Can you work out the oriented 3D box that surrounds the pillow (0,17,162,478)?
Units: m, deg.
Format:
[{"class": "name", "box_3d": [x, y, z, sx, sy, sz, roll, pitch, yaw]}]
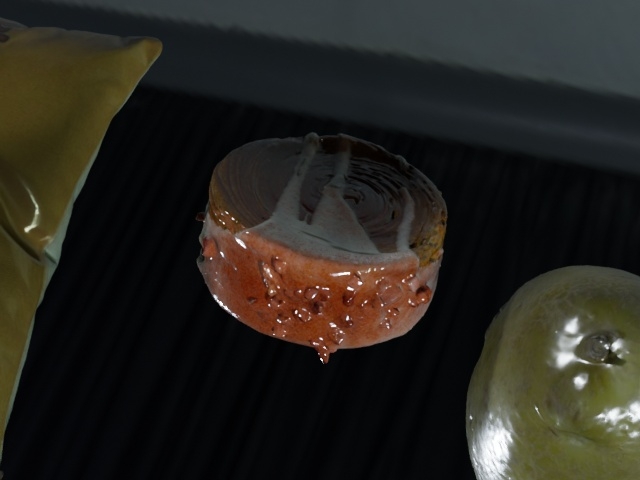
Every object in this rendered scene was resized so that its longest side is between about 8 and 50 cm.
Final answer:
[{"class": "pillow", "box_3d": [-0.281, -0.025, 0.973, 0.310, 0.312, 0.119, 10, 151, 12]}]

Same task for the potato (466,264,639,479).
[{"class": "potato", "box_3d": [0.172, 0.108, 1.071, 0.159, 0.174, 0.251, -26, 154, -10]}]

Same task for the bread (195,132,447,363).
[{"class": "bread", "box_3d": [0.000, 0.000, 1.040, 0.160, 0.160, 0.073, 19, 124, 5]}]
